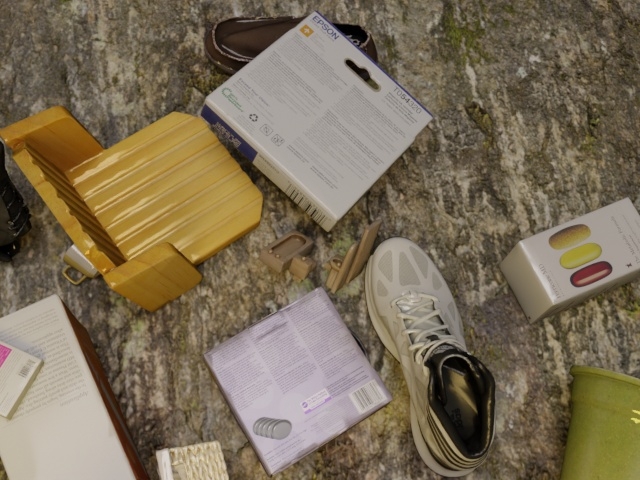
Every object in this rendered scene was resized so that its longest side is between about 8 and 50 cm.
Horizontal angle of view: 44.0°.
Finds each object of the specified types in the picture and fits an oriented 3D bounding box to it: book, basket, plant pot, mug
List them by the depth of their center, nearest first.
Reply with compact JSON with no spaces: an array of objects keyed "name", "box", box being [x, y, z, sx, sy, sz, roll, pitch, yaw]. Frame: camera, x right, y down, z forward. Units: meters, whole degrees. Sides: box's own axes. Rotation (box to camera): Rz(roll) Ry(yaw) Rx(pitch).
[{"name":"book","box":[-0.500,0.191,1.175,0.144,0.035,0.096,24,66,5]},{"name":"basket","box":[-0.206,0.393,1.282,0.103,0.167,0.113,-11,70,-16]},{"name":"plant pot","box":[0.514,0.377,1.318,0.276,0.276,0.254,21,80,3]},{"name":"mug","box":[-0.433,0.040,1.464,0.064,0.078,0.062,42,38,2]}]

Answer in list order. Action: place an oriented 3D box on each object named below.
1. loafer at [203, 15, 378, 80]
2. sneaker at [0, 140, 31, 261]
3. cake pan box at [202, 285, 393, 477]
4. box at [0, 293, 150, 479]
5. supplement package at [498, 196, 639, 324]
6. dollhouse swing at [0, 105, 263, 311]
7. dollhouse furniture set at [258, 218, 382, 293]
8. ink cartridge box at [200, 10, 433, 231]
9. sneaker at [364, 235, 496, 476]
[{"name":"loafer","box":[-0.057,-0.418,1.631,0.365,0.130,0.134,1,68,-5]},{"name":"sneaker","box":[-0.565,-0.068,1.383,0.130,0.286,0.109,27,49,-4]},{"name":"cake pan box","box":[-0.038,0.245,1.406,0.266,0.070,0.246,-30,76,-15]},{"name":"box","box":[-0.413,0.296,1.271,0.168,0.215,0.345,-24,72,-13]},{"name":"supplement package","box":[0.488,0.041,1.496,0.244,0.134,0.139,-21,71,-13]},{"name":"dollhouse swing","box":[-0.304,-0.108,1.418,0.305,0.315,0.347,-37,75,-5]},{"name":"dollhouse furniture set","box":[0.000,0.000,1.449,0.151,0.123,0.144,31,33,17]},{"name":"ink cartridge box","box":[0.001,-0.233,1.496,0.324,0.071,0.330,43,59,2]},{"name":"sneaker","box":[0.206,0.165,1.355,0.169,0.257,0.448,-13,70,-10]}]
